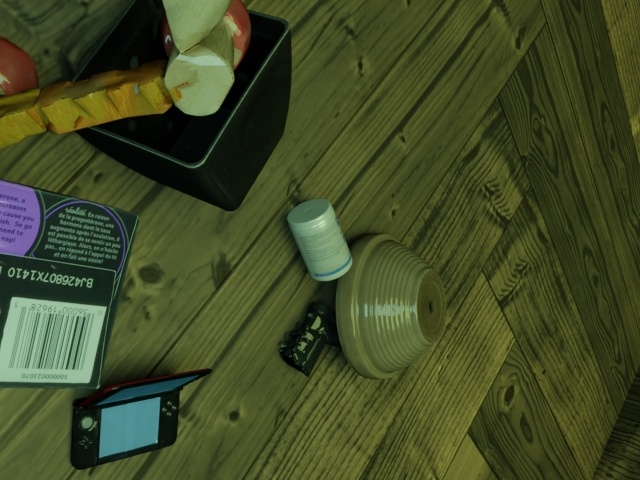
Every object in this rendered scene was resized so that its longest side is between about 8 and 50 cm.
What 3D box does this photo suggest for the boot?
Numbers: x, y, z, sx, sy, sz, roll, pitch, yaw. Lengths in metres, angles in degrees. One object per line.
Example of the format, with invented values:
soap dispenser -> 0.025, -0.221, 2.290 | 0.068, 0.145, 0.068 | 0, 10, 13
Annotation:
boot -> -0.002, 0.164, 1.049 | 0.121, 0.045, 0.099 | 47, 63, -34

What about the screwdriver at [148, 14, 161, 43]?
screwdriver -> -0.216, -0.200, 0.785 | 0.025, 0.024, 0.170 | 25, 86, -15

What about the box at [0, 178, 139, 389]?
box -> -0.299, 0.017, 0.552 | 0.165, 0.270, 0.143 | 16, 86, -46

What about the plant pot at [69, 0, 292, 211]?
plant pot -> -0.138, -0.141, 0.753 | 0.188, 0.187, 0.167 | -62, 160, -18

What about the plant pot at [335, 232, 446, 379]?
plant pot -> 0.129, 0.104, 1.088 | 0.237, 0.109, 0.237 | 8, 80, -56

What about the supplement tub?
supplement tub -> 0.000, 0.000, 1.002 | 0.071, 0.071, 0.107 | -42, 126, -32

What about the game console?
game console -> -0.212, 0.212, 0.813 | 0.144, 0.085, 0.124 | -1, 98, -45

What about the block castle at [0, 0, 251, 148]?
block castle -> -0.236, -0.304, 0.504 | 0.303, 0.213, 0.453 | -12, 124, 1
